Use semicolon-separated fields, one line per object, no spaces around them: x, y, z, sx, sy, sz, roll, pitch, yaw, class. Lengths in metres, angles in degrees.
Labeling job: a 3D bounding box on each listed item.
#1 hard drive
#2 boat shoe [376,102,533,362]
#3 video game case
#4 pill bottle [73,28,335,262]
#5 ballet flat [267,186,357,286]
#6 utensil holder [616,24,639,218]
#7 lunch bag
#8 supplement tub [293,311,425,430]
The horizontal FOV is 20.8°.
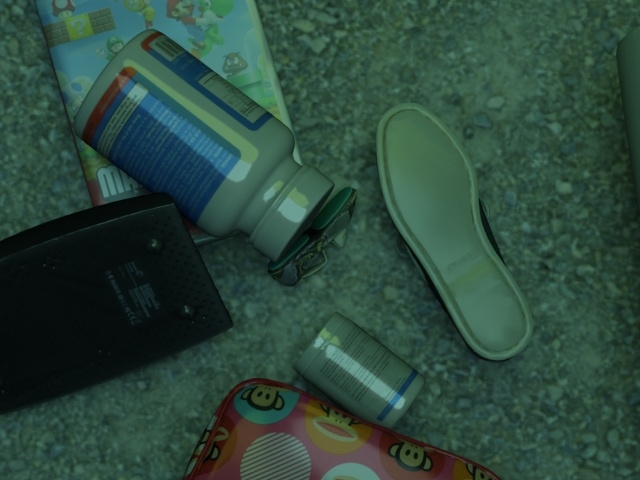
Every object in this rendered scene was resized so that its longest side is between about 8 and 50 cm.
-0.224;0.055;1.574;0.254;0.054;0.172;-20;128;4;hard drive
0.121;-0.006;1.624;0.095;0.079;0.255;-30;87;-7;boat shoe
-0.140;-0.135;1.662;0.204;0.025;0.285;-16;83;-3;video game case
-0.102;-0.080;1.580;0.221;0.124;0.124;38;84;3;pill bottle
0.000;0.000;1.646;0.041;0.041;0.114;44;84;4;ballet flat
0.435;-0.011;1.511;0.327;0.327;0.386;-9;82;-2;utensil holder
0.004;0.284;1.536;0.293;0.120;0.258;24;66;3;lunch bag
0.036;0.124;1.610;0.107;0.071;0.071;38;84;3;supplement tub
